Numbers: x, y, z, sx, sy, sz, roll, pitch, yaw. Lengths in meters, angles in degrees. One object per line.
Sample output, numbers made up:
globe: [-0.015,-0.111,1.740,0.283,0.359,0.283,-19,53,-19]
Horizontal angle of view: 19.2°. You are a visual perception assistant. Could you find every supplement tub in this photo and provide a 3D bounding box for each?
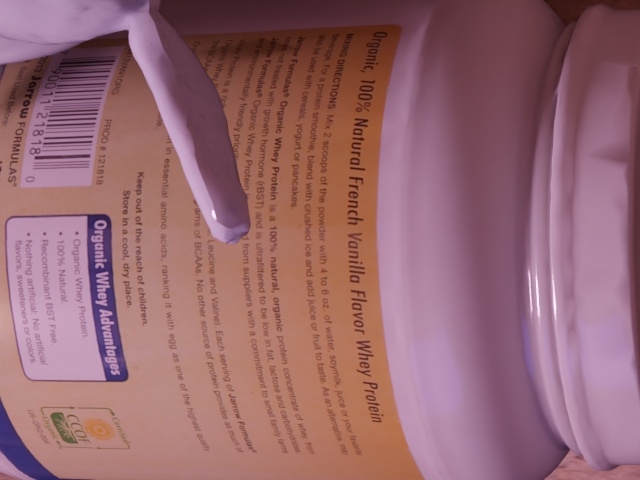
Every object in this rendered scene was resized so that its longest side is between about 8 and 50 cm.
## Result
supplement tub: [0.000,0.000,0.843,0.316,0.228,0.228,0,149,20]

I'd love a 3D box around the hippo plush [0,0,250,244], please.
hippo plush: [-0.117,-0.164,0.686,0.294,0.234,0.236,25,178,-4]
